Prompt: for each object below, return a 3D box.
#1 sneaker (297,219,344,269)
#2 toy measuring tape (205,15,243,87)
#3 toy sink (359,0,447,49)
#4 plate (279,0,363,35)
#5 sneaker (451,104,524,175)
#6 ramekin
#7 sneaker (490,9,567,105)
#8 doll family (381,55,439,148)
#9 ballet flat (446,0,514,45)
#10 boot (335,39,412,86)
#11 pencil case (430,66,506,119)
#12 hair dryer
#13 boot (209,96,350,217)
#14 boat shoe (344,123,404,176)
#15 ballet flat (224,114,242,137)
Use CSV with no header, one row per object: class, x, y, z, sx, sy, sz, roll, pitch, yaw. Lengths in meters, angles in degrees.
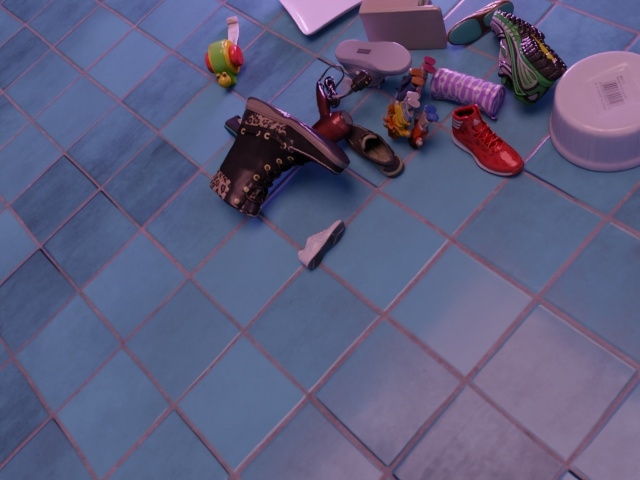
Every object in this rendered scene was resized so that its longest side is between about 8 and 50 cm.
sneaker,0.000,0.000,1.688,0.152,0.054,0.061,-48,55,-9
toy measuring tape,-0.306,-0.629,2.119,0.121,0.121,0.330,-10,59,15
toy sink,0.251,-0.651,1.902,0.234,0.153,0.131,5,64,24
plate,0.019,-0.794,2.132,0.278,0.045,0.277,-31,57,1
sneaker,0.402,-0.251,1.635,0.087,0.128,0.221,-47,57,-9
ramekin,0.683,-0.313,1.562,0.277,0.135,0.277,-9,59,16
sneaker,0.505,-0.485,1.727,0.146,0.134,0.343,-55,28,36
doll family,0.225,-0.362,1.753,0.118,0.163,0.263,11,61,-11
ballet flat,0.446,-0.616,1.873,0.206,0.073,0.067,-25,29,2
boot,0.165,-0.486,1.851,0.258,0.123,0.095,27,78,39
pencil case,0.385,-0.393,1.750,0.206,0.086,0.088,27,108,33
hair dryer,0.023,-0.348,1.845,0.293,0.080,0.223,-57,32,-2
boot,-0.121,-0.189,1.743,0.377,0.138,0.284,36,99,30
boat shoe,0.136,-0.256,1.768,0.080,0.073,0.223,-42,56,-2
ballet flat,-0.209,-0.304,1.928,0.074,0.074,0.203,-40,54,-4
